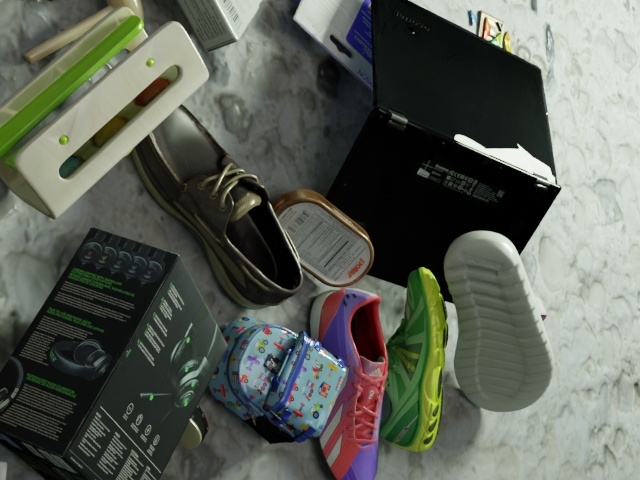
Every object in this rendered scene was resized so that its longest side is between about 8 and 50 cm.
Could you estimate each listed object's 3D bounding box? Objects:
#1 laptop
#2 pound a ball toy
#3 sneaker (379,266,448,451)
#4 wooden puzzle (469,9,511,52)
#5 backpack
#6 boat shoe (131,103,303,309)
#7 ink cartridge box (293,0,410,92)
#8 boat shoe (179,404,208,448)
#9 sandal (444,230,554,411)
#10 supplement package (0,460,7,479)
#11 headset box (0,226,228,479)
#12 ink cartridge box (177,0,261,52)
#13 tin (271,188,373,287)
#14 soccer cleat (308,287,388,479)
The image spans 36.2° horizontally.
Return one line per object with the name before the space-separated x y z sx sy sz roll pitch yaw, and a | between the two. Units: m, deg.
laptop | 0.185 -0.146 1.655 0.382 0.236 0.407 19 109 -27
pound a ball toy | -0.292 -0.188 1.271 0.319 0.208 0.135 -47 136 -20
sneaker | 0.138 0.187 1.570 0.109 0.124 0.295 29 66 -74
wooden puzzle | 0.331 -0.402 1.890 0.116 0.014 0.078 6 80 -39
backpack | -0.069 0.192 1.416 0.173 0.117 0.158 42 59 -24
boat shoe | -0.131 -0.059 1.386 0.132 0.130 0.355 -49 114 -33
ink cartridge box | 0.049 -0.376 1.632 0.206 0.045 0.208 39 60 -30
boat shoe | -0.200 0.222 1.353 0.133 0.049 0.042 61 19 -5
sandal | 0.306 0.133 1.642 0.102 0.169 0.416 -70 155 -44
supplement package | -0.447 0.322 1.028 0.149 0.203 0.194 11 77 -38
headset box | -0.245 0.157 1.189 0.246 0.131 0.283 72 39 -57
ink cartridge box | -0.173 -0.449 1.425 0.275 0.060 0.239 61 27 -28
tin | 0.000 0.000 1.509 0.190 0.040 0.106 37 106 -25
soccer cleat | 0.055 0.232 1.510 0.109 0.116 0.318 -2 85 -40
